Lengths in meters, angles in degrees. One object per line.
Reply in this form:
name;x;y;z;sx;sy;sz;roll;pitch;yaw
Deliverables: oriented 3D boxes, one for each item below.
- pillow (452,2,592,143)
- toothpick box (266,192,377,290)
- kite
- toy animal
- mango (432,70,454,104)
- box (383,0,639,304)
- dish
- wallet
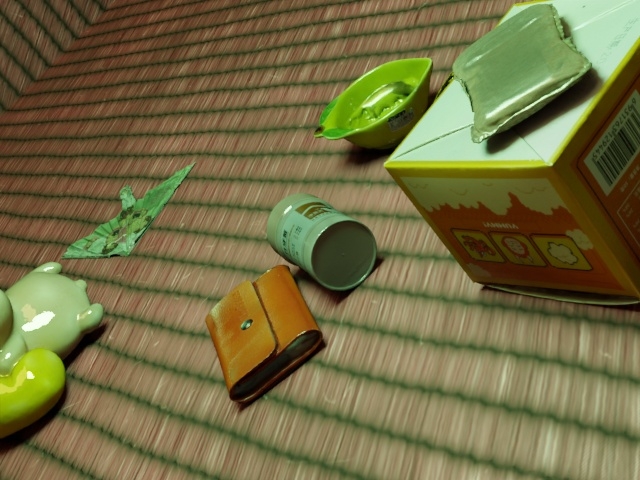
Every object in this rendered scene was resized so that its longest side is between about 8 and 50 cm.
pillow;0.201;-0.178;1.175;0.135;0.034;0.211;-34;25;18
toothpick box;0.000;0.000;1.533;0.098;0.098;0.149;-43;29;-8
kite;-0.361;-0.040;2.118;0.323;0.013;0.267;-33;29;11
toy animal;-0.516;0.150;1.775;0.345;0.247;0.277;-48;31;-17
mango;0.213;-0.133;1.432;0.156;0.151;0.248;17;60;10
box;0.277;-0.105;1.235;0.283;0.214;0.259;-50;27;-22
dish;0.095;-0.189;1.719;0.208;0.080;0.149;-31;32;12
wallet;-0.079;0.116;1.514;0.142;0.045;0.204;-38;27;4
